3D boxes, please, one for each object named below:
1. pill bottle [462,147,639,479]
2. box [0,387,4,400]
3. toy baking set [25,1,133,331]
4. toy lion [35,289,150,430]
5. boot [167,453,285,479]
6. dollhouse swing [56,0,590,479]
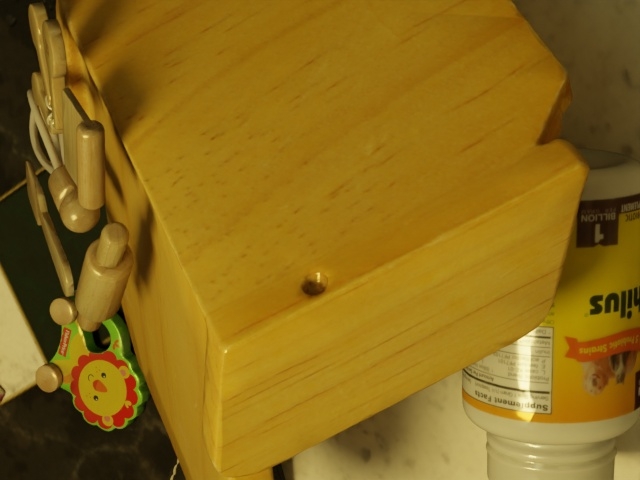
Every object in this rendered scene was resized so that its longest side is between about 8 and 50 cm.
[{"bbox_3d":[0.150,0.053,1.101,0.117,0.117,0.215,8,105,32],"label":"pill bottle"},{"bbox_3d":[-0.436,0.109,1.447,0.243,0.213,0.117,45,120,17],"label":"box"},{"bbox_3d":[-0.160,-0.041,1.119,0.256,0.030,0.196,114,143,-62],"label":"toy baking set"},{"bbox_3d":[-0.180,0.101,1.389,0.096,0.034,0.100,23,112,20],"label":"toy lion"},{"bbox_3d":[-0.174,0.292,1.369,0.284,0.138,0.377,17,115,30],"label":"boot"},{"bbox_3d":[0.000,0.000,1.128,0.315,0.305,0.347,-27,47,-3],"label":"dollhouse swing"}]
